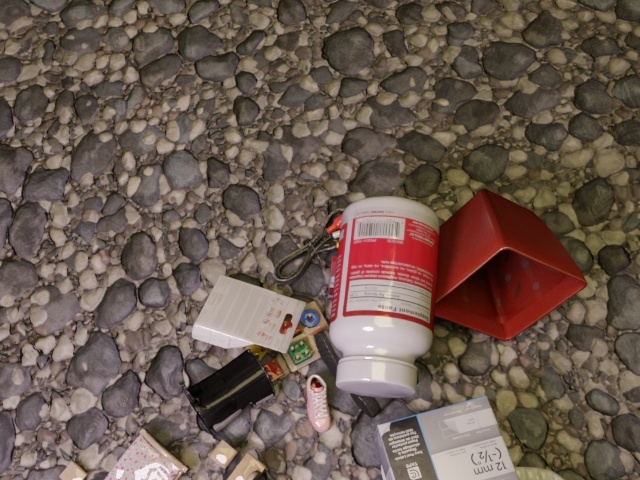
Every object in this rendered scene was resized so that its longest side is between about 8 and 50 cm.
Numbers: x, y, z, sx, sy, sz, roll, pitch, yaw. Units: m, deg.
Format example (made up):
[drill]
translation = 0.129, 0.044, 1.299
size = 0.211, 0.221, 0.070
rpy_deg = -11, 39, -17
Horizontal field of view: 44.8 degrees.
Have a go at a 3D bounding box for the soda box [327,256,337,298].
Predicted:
[soda box]
translation = 0.152, 0.105, 1.896
size = 0.263, 0.092, 0.084
rpy_deg = 6, 66, 0

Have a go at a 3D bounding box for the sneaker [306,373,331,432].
[sneaker]
translation = -0.006, 0.372, 1.789
size = 0.050, 0.070, 0.134
rpy_deg = -8, 69, -8

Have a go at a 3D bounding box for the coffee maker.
[coffee maker]
translation = -0.202, 0.335, 1.740
size = 0.178, 0.171, 0.120
rpy_deg = -34, 64, -16

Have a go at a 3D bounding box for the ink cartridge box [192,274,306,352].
[ink cartridge box]
translation = -0.166, 0.185, 1.832
size = 0.224, 0.056, 0.181
rpy_deg = 19, 41, 3

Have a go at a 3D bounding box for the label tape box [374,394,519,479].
[label tape box]
translation = 0.279, 0.521, 1.585
size = 0.249, 0.115, 0.348
rpy_deg = -13, 60, -9

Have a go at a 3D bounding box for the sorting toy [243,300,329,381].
[sorting toy]
translation = -0.049, 0.229, 1.860
size = 0.274, 0.046, 0.132
rpy_deg = -26, 71, -12

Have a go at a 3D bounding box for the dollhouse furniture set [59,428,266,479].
[dollhouse furniture set]
translation = -0.346, 0.494, 1.644
size = 0.355, 0.174, 0.303
rpy_deg = 36, 78, 11

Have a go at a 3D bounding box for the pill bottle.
[pill bottle]
translation = 0.140, 0.128, 1.714
size = 0.228, 0.229, 0.408
rpy_deg = 7, 69, 0

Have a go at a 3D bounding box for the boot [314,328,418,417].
[boot]
translation = 0.109, 0.277, 1.819
size = 0.161, 0.083, 0.247
rpy_deg = -38, 94, -20

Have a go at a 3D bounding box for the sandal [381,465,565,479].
[sandal]
translation = 0.337, 0.550, 1.718
size = 0.416, 0.102, 0.170
rpy_deg = 11, 83, 10

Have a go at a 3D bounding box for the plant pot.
[plant pot]
translation = 0.411, 0.042, 1.823
size = 0.267, 0.267, 0.236
rpy_deg = 22, 43, -27

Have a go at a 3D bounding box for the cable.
[cable]
translation = 0.000, 0.000, 1.945
size = 0.287, 0.072, 0.140
rpy_deg = -24, 65, -12
